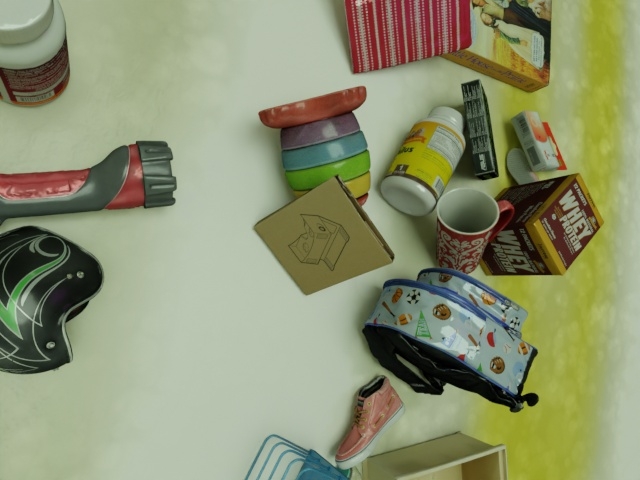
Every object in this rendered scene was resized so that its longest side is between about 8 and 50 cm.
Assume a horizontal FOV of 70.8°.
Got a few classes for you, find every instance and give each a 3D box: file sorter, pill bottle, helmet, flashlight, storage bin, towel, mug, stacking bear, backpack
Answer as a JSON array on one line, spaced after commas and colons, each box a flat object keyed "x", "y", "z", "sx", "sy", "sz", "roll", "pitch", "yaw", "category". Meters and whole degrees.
[{"x": -0.041, "y": 0.399, "z": 0.713, "sx": 0.104, "sy": 0.170, "sz": 0.118, "roll": 34, "pitch": 72, "yaw": -18, "category": "file sorter"}, {"x": -0.382, "y": -0.258, "z": 0.557, "sx": 0.121, "sy": 0.221, "sz": 0.121, "roll": 2, "pitch": 85, "yaw": -27, "category": "pill bottle"}, {"x": -0.372, "y": 0.081, "z": 0.572, "sx": 0.169, "sy": 0.169, "sz": 0.162, "roll": 38, "pitch": 54, "yaw": -20, "category": "helmet"}, {"x": -0.363, "y": -0.085, "z": 0.625, "sx": 0.303, "sy": 0.103, "sz": 0.103, "roll": -6, "pitch": 63, "yaw": -26, "category": "flashlight"}, {"x": 0.225, "y": 0.535, "z": 0.865, "sx": 0.262, "sy": 0.123, "sz": 0.261, "roll": -1, "pitch": 86, "yaw": -28, "category": "storage bin"}, {"x": 0.177, "y": -0.461, "z": 0.897, "sx": 0.274, "sy": 0.031, "sz": 0.199, "roll": -16, "pitch": 116, "yaw": -10, "category": "towel"}, {"x": 0.217, "y": -0.165, "z": 0.916, "sx": 0.117, "sy": 0.117, "sz": 0.215, "roll": 37, "pitch": 70, "yaw": -20, "category": "pill bottle"}, {"x": 0.301, "y": -0.008, "z": 0.899, "sx": 0.150, "sy": 0.169, "sz": 0.113, "roll": 4, "pitch": 56, "yaw": 12, "category": "mug"}, {"x": 0.019, "y": -0.102, "z": 0.792, "sx": 0.175, "sy": 0.164, "sz": 0.289, "roll": -13, "pitch": 106, "yaw": 5, "category": "stacking bear"}, {"x": 0.224, "y": 0.166, "z": 0.826, "sx": 0.263, "sy": 0.276, "sz": 0.213, "roll": 27, "pitch": 70, "yaw": -16, "category": "backpack"}]

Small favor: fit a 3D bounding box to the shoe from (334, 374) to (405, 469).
[{"x": 0.081, "y": 0.334, "z": 0.843, "sx": 0.178, "sy": 0.063, "sz": 0.081, "roll": -33, "pitch": 100, "yaw": -31, "category": "shoe"}]

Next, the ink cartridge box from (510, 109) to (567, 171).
[{"x": 0.557, "y": -0.242, "z": 1.108, "sx": 0.179, "sy": 0.045, "sz": 0.146, "roll": -8, "pitch": 76, "yaw": -34, "category": "ink cartridge box"}]

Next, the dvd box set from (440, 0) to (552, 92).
[{"x": 0.383, "y": -0.558, "z": 1.062, "sx": 0.420, "sy": 0.062, "sz": 0.308, "roll": 9, "pitch": 82, "yaw": -26, "category": "dvd box set"}]

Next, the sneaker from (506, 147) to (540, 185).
[{"x": 0.501, "y": -0.159, "z": 1.105, "sx": 0.070, "sy": 0.051, "sz": 0.134, "roll": 7, "pitch": 60, "yaw": -58, "category": "sneaker"}]

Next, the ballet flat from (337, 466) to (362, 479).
[{"x": 0.022, "y": 0.484, "z": 0.804, "sx": 0.052, "sy": 0.057, "sz": 0.168, "roll": 49, "pitch": 67, "yaw": -26, "category": "ballet flat"}]

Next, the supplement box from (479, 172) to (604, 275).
[{"x": 0.461, "y": -0.029, "z": 0.988, "sx": 0.191, "sy": 0.194, "sz": 0.129, "roll": -40, "pitch": 104, "yaw": -24, "category": "supplement box"}]

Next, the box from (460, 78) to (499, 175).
[{"x": 0.349, "y": -0.230, "z": 0.975, "sx": 0.184, "sy": 0.045, "sz": 0.191, "roll": -11, "pitch": 92, "yaw": -63, "category": "box"}]

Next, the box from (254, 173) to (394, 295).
[{"x": 0.000, "y": 0.000, "z": 0.753, "sx": 0.164, "sy": 0.201, "sz": 0.021, "roll": 53, "pitch": 41, "yaw": -13, "category": "box"}]
